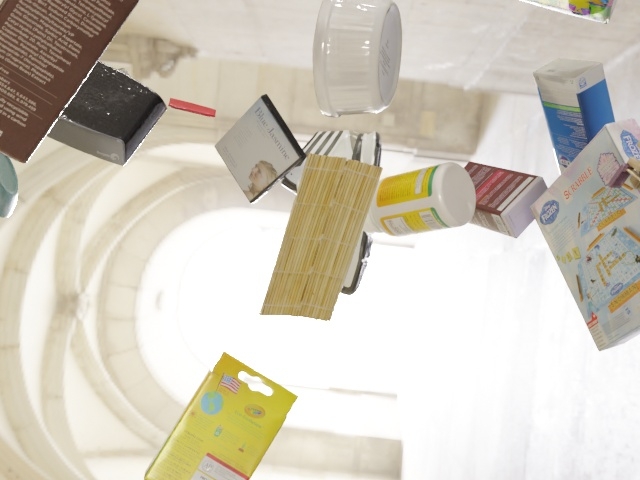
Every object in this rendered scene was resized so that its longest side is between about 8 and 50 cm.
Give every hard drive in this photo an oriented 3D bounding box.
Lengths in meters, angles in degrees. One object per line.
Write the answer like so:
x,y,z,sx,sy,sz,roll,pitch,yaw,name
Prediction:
-0.411,-0.242,1.426,0.054,0.255,0.172,109,-173,-55,hard drive

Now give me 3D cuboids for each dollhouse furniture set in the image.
0.509,-0.094,1.239,0.081,0.114,0.091,48,123,34,dollhouse furniture set

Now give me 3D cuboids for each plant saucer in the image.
-0.707,-0.146,1.827,0.195,0.037,0.194,-16,-90,-86,plant saucer

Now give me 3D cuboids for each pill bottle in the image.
0.168,-0.068,1.520,0.118,0.208,0.117,12,-107,-44,pill bottle

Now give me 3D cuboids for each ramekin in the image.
0.084,-0.385,1.711,0.273,0.127,0.272,7,-90,-74,ramekin

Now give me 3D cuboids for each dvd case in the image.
-0.152,-0.219,2.035,0.022,0.180,0.253,-29,-5,-42,dvd case

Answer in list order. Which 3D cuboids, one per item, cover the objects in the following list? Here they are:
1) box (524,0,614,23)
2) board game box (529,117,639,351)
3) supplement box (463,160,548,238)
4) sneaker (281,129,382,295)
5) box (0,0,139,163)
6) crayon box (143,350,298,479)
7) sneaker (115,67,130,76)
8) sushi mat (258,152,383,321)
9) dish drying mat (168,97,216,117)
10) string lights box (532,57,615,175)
0.419,-0.559,1.499,0.177,0.290,0.279,-68,-16,-1,box
0.526,0.001,1.483,0.318,0.066,0.318,115,137,-64,board game box
0.379,-0.094,1.843,0.239,0.130,0.073,25,155,56,supplement box
0.018,-0.082,2.258,0.169,0.258,0.447,15,-98,-81,sneaker
-0.341,-0.310,1.099,0.381,0.143,0.191,-50,27,17,box
-0.214,0.425,1.815,0.318,0.202,0.081,-58,5,-9,crayon box
-0.419,-0.274,1.581,0.170,0.068,0.071,-36,-66,-42,sneaker
0.000,0.000,1.488,0.019,0.151,0.316,46,122,59,sushi mat
-0.226,-0.233,1.467,0.032,0.083,0.008,-93,18,-55,dish drying mat
0.538,-0.239,1.723,0.133,0.077,0.259,33,150,60,string lights box
